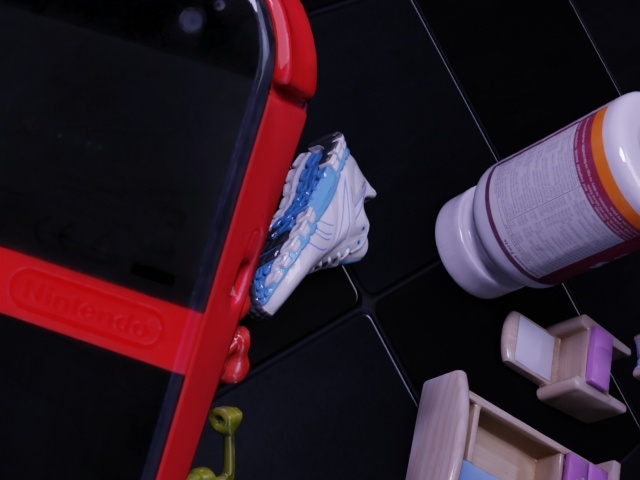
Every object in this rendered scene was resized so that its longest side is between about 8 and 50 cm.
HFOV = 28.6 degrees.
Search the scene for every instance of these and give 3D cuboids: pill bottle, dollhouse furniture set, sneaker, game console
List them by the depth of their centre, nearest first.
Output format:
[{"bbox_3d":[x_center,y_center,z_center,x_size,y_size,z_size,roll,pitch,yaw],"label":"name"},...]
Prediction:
[{"bbox_3d":[-0.220,-0.018,0.600,0.386,0.060,0.342,18,91,11],"label":"game console"},{"bbox_3d":[0.250,0.133,0.980,0.198,0.303,0.286,32,53,-26],"label":"dollhouse furniture set"},{"bbox_3d":[0.000,0.000,0.996,0.083,0.071,0.191,47,48,-21],"label":"sneaker"},{"bbox_3d":[0.209,-0.030,1.075,0.121,0.221,0.121,18,60,-33],"label":"pill bottle"}]

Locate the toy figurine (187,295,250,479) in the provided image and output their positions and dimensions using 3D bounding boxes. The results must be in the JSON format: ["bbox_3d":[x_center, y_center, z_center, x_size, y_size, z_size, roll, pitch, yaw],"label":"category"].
[{"bbox_3d":[-0.178,0.077,0.774,0.191,0.217,0.362,-45,146,-56],"label":"toy figurine"}]
